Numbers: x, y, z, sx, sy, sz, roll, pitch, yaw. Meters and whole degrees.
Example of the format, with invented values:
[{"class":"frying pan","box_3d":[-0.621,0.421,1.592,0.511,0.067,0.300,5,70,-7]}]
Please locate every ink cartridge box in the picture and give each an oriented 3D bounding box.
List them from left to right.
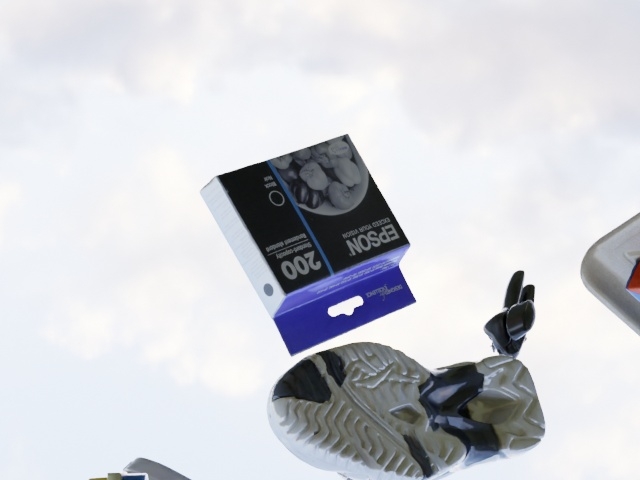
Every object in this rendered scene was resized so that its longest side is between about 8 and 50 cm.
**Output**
[{"class":"ink cartridge box","box_3d":[0.000,0.000,1.674,0.206,0.045,0.208,-21,-101,-42]}]

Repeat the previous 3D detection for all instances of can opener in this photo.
[{"class":"can opener","box_3d":[0.256,0.097,1.996,0.073,0.059,0.186,-20,-164,21]}]

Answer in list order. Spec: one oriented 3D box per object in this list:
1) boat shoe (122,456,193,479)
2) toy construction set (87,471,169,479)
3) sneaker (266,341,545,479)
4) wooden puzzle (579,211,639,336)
[{"class":"boat shoe","box_3d":[-0.129,0.355,1.825,0.302,0.109,0.094,17,-122,32]},{"class":"toy construction set","box_3d":[-0.133,0.369,1.263,0.151,0.328,0.215,-17,-163,5]},{"class":"sneaker","box_3d":[0.023,0.129,1.028,0.235,0.094,0.153,-4,162,-47]},{"class":"wooden puzzle","box_3d":[0.467,0.059,1.489,0.322,0.348,0.080,41,-135,-8]}]
